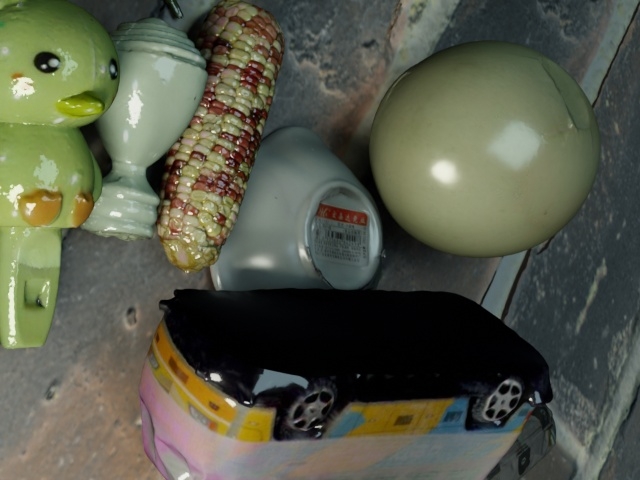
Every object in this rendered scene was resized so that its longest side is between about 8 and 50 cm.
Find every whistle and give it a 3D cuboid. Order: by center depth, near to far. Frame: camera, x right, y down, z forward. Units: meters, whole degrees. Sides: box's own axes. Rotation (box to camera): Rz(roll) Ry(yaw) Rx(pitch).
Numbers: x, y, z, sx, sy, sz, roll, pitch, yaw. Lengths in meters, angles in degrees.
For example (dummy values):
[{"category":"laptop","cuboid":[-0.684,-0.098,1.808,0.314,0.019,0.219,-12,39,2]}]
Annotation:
[{"category":"whistle","cuboid":[-0.217,-0.067,1.252,0.141,0.141,0.294,-2,82,-45]}]

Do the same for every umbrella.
[{"category":"umbrella","cuboid":[0.141,0.244,1.591,0.337,0.073,0.067,-27,85,-52]}]

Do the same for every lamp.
[{"category":"lamp","cuboid":[-0.156,-0.096,1.356,0.106,0.106,0.193,12,87,-44]}]

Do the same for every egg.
[{"category":"egg","cuboid":[0.165,-0.091,1.585,0.269,0.219,0.219,-13,94,-63]}]

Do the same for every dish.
[{"category":"dish","cuboid":[0.000,0.000,1.505,0.229,0.081,0.229,8,78,-44]}]

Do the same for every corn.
[{"category":"corn","cuboid":[-0.094,-0.096,1.422,0.086,0.086,0.253,29,67,-39]}]

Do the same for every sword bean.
[{"category":"sword bean","cuboid":[-0.147,-0.237,1.439,0.012,0.012,0.083,-48,116,-38]}]

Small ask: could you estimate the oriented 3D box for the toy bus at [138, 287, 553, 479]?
[{"category":"toy bus","cuboid":[0.013,0.147,1.406,0.386,0.171,0.162,3,117,-41]}]
